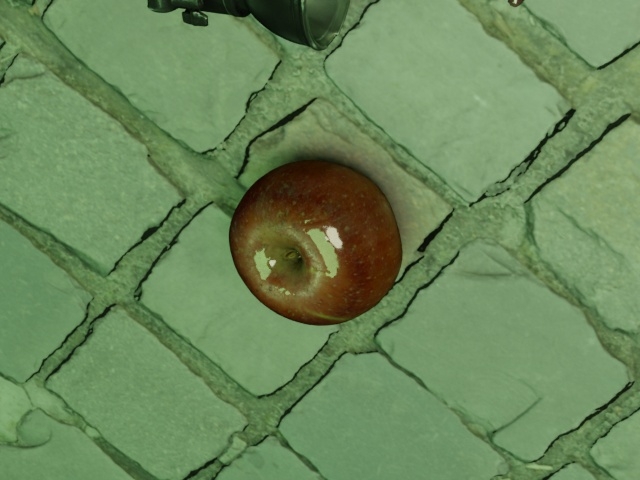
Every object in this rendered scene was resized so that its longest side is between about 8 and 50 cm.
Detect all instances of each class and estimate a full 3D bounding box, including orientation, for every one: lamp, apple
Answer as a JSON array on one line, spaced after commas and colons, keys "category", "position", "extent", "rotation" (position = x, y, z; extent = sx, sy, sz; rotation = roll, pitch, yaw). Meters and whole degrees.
[{"category": "lamp", "position": [-0.097, -0.286, 1.853], "extent": [0.227, 0.172, 0.147], "rotation": [9, 128, 19]}, {"category": "apple", "position": [0.000, 0.000, 2.020], "extent": [0.201, 0.162, 0.201], "rotation": [13, 118, 25]}]

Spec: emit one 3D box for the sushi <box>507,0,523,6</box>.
[{"category": "sushi", "position": [0.121, -0.349, 1.743], "extent": [0.161, 0.107, 0.241], "rotation": [-2, 122, 31]}]
